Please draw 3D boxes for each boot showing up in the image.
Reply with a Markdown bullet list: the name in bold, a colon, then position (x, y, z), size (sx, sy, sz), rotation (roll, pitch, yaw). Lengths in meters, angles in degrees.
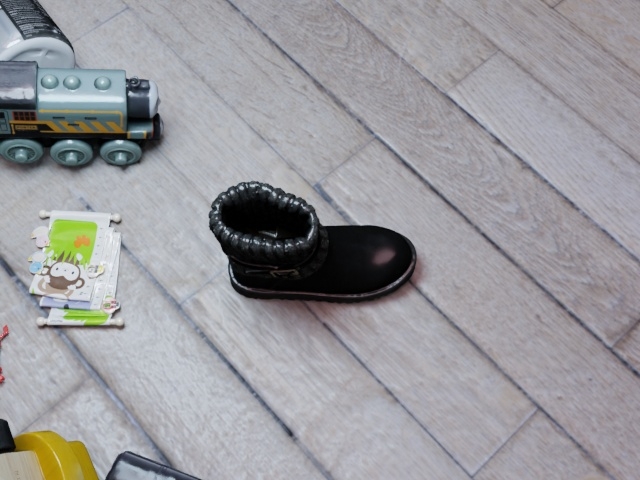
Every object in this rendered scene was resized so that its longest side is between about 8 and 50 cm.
- **boot**: position (-0.001, 0.004, 1.342), size (0.347, 0.260, 0.131), rotation (-6, 64, -5)

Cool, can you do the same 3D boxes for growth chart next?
- **growth chart**: position (-0.428, 0.046, 1.439), size (0.171, 0.021, 0.238), rotation (-5, 64, -3)

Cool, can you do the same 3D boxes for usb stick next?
- **usb stick**: position (-0.199, 0.402, 1.260), size (0.277, 0.045, 0.077), rotation (19, 60, 7)

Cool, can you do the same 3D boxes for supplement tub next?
- **supplement tub**: position (-0.624, -0.412, 1.559), size (0.193, 0.194, 0.316), rotation (-34, 69, -17)

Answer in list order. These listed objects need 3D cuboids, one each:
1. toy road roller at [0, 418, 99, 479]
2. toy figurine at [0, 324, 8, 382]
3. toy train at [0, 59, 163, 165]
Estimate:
- **toy road roller**: position (-0.464, 0.407, 1.191), size (0.329, 0.240, 0.203), rotation (-38, 66, 21)
- **toy figurine**: position (-0.692, 0.162, 1.262), size (0.362, 0.217, 0.191), rotation (8, 64, 1)
- **toy train**: position (-0.447, -0.228, 1.461), size (0.333, 0.190, 0.142), rotation (0, 64, -13)
